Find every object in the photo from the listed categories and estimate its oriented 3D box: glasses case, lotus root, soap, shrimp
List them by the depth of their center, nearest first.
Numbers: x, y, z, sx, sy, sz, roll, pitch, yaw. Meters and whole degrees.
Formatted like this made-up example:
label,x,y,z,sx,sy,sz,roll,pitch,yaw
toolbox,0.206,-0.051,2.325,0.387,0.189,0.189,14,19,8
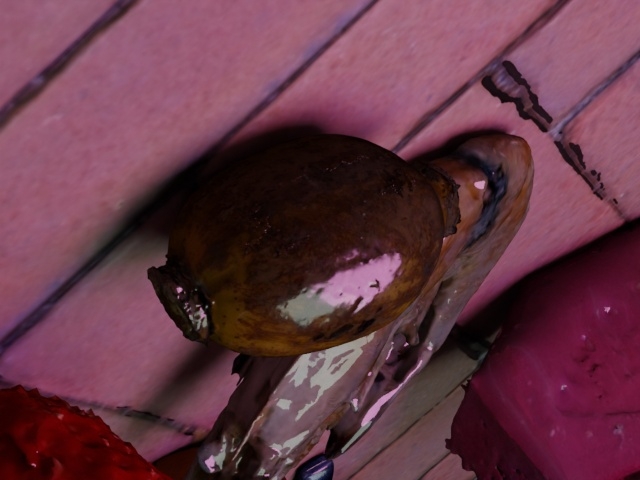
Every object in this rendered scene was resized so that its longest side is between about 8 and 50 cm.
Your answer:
label,x,y,z,sx,sy,sz,roll,pitch,yaw
lotus root,0.000,0.000,0.917,0.209,0.120,0.120,-21,152,-30
shrimp,0.030,0.074,1.121,0.360,0.085,0.247,-49,158,-3
soap,0.265,0.116,1.393,0.325,0.220,0.127,-22,156,-31
glasses case,-0.007,0.220,1.431,0.033,0.023,0.083,-29,155,-25

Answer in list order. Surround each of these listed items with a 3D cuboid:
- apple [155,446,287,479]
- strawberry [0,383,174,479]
label,x,y,z,sx,sy,sz,roll,pitch,yaw
apple,-0.080,0.231,1.200,0.158,0.147,0.156,-40,136,2
strawberry,-0.169,0.198,0.904,0.257,0.257,0.277,-42,172,9
